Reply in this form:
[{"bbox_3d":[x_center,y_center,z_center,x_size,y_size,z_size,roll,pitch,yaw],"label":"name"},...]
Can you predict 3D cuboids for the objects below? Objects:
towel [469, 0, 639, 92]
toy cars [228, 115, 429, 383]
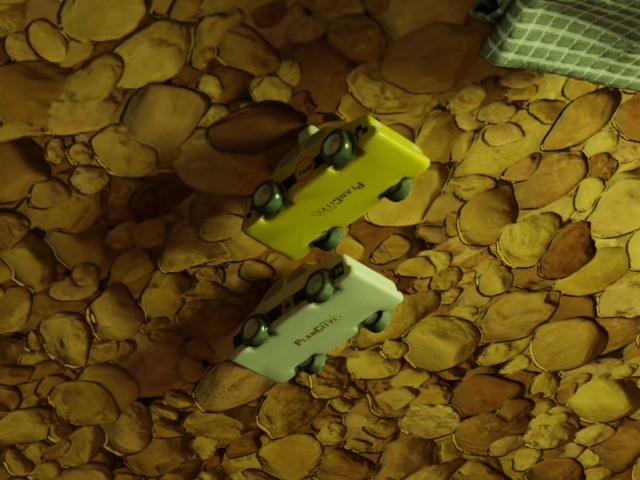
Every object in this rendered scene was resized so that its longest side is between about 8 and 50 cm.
[{"bbox_3d":[0.297,-0.224,1.762,0.284,0.121,0.235,9,161,-27],"label":"towel"},{"bbox_3d":[0.000,0.000,2.013,0.177,0.087,0.393,-2,140,-9],"label":"toy cars"}]
